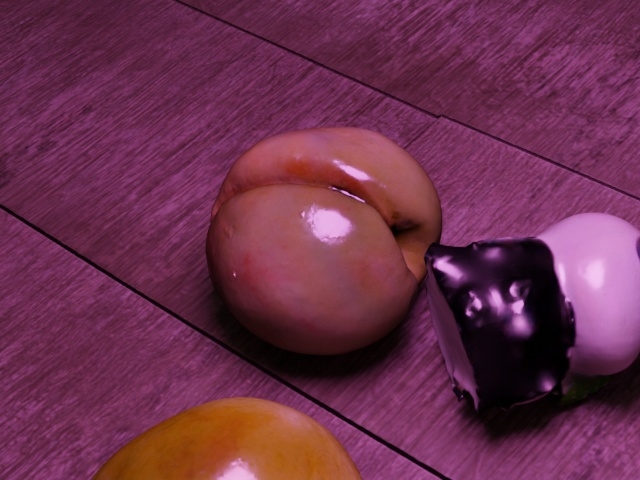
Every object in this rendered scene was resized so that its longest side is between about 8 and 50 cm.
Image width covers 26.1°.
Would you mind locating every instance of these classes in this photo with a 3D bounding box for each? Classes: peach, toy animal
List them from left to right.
[{"bbox_3d":[-0.095,0.301,1.328,0.315,0.282,0.314,-25,38,-33],"label":"peach"},{"bbox_3d":[-0.001,0.001,1.658,0.292,0.247,0.292,-22,47,26],"label":"peach"},{"bbox_3d":[0.260,0.084,1.562,0.266,0.213,0.213,-11,44,-7],"label":"toy animal"}]
